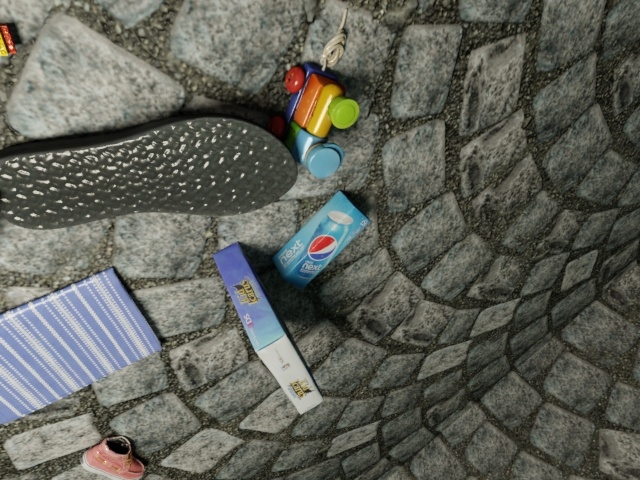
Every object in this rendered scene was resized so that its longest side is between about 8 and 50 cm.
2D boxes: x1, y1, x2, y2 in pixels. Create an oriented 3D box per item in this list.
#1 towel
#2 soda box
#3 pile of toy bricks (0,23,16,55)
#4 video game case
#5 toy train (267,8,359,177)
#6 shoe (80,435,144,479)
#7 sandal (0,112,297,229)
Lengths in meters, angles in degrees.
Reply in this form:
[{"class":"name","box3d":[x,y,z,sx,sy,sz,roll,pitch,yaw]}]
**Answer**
[{"class":"towel","box3d":[-0.505,0.203,0.837,0.336,0.040,0.243,-25,132,-14]},{"class":"soda box","box3d":[0.000,0.000,0.935,0.210,0.071,0.067,-46,134,9]},{"class":"pile of toy bricks","box3d":[-0.460,-0.225,0.466,0.213,0.105,0.118,-14,131,-20]},{"class":"video game case","box3d":[-0.102,0.168,0.872,0.061,0.269,0.244,-30,135,-8]},{"class":"toy train","box3d":[0.015,-0.232,0.709,0.105,0.143,0.247,8,121,-35]},{"class":"shoe","box3d":[-0.485,0.538,1.088,0.081,0.063,0.178,-37,130,8]},{"class":"sandal","box3d":[-0.260,-0.121,0.684,0.446,0.107,0.167,-6,129,-11]}]
